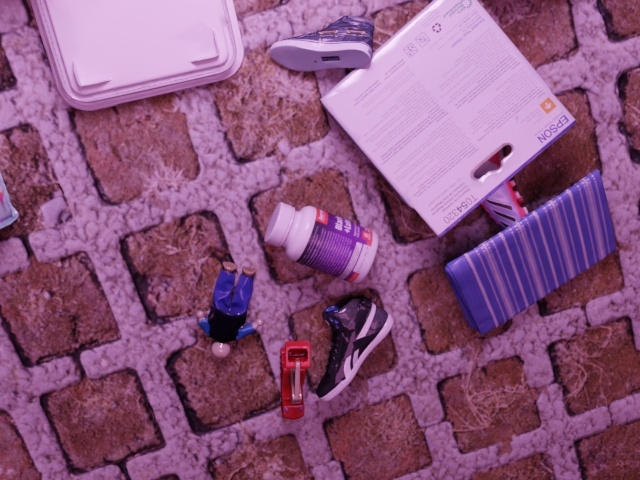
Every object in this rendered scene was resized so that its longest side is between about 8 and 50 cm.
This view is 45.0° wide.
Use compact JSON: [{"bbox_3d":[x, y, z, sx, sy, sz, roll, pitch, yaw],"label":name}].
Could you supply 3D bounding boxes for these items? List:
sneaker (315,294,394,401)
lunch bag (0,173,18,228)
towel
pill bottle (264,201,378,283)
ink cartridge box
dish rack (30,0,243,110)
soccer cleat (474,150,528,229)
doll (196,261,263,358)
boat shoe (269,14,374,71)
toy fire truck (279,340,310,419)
[{"bbox_3d":[0.032,0.200,1.511,0.121,0.079,0.216,38,89,-12],"label":"sneaker"},{"bbox_3d":[-0.643,-0.038,1.250,0.224,0.262,0.160,-18,107,-4],"label":"lunch bag"},{"bbox_3d":[0.407,0.030,1.484,0.336,0.040,0.243,-33,135,0],"label":"towel"},{"bbox_3d":[0.000,0.000,1.430,0.194,0.108,0.108,21,101,-13],"label":"pill bottle"},{"bbox_3d":[0.225,-0.231,1.386,0.324,0.071,0.330,-40,93,3],"label":"ink cartridge box"},{"bbox_3d":[-0.312,-0.384,1.304,0.333,0.072,0.285,-14,106,-5],"label":"dish rack"},{"bbox_3d":[0.326,-0.094,1.472,0.095,0.083,0.248,-23,107,16],"label":"soccer cleat"},{"bbox_3d":[-0.171,0.141,1.477,0.129,0.046,0.188,14,102,-10],"label":"doll"},{"bbox_3d":[0.006,-0.350,1.365,0.184,0.083,0.065,4,150,12],"label":"boat shoe"},{"bbox_3d":[-0.050,0.268,1.481,0.047,0.135,0.191,-1,105,-8],"label":"toy fire truck"}]
